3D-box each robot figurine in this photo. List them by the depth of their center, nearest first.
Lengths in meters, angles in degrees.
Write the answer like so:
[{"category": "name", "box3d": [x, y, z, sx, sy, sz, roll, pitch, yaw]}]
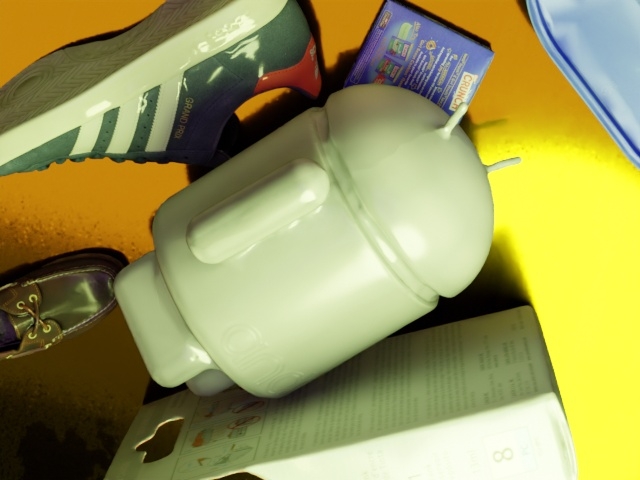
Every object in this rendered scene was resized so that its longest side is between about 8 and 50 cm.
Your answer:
[{"category": "robot figurine", "box3d": [0.000, 0.000, 1.633, 0.353, 0.300, 0.200, -32, 72, 15]}]

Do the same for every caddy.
[{"category": "caddy", "box3d": [0.329, -0.201, 1.619, 0.241, 0.179, 0.341, -33, 101, 31]}]

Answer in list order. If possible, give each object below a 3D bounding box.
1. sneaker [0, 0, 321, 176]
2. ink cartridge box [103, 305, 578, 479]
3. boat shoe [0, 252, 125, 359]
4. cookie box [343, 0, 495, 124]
[{"category": "sneaker", "box3d": [-0.158, -0.106, 1.688, 0.350, 0.131, 0.148, -24, 121, 16]}, {"category": "ink cartridge box", "box3d": [0.017, 0.172, 1.644, 0.385, 0.308, 0.091, -15, 101, 6]}, {"category": "boat shoe", "box3d": [-0.274, 0.073, 1.755, 0.207, 0.073, 0.073, -23, 100, 6]}, {"category": "cookie box", "box3d": [0.087, -0.152, 1.704, 0.107, 0.040, 0.092, 27, 102, -4]}]
